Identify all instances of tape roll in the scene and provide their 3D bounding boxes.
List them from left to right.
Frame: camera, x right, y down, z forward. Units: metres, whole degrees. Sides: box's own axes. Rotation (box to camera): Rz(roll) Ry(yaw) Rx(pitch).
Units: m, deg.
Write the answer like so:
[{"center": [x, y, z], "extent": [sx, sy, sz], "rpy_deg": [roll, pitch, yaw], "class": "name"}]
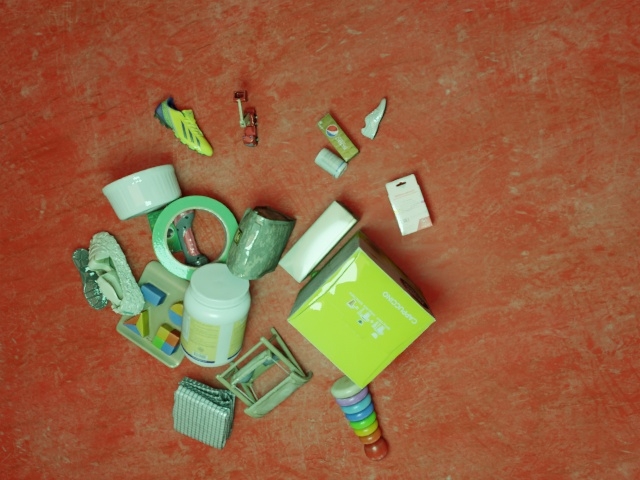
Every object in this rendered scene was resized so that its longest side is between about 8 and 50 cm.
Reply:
[{"center": [-0.472, -0.009, 1.791], "extent": [0.321, 0.077, 0.321], "rpy_deg": [-1, 92, -18], "class": "tape roll"}]

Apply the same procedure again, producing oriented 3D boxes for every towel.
[{"center": [-0.457, 0.674, 1.850], "extent": [0.235, 0.121, 0.283], "rpy_deg": [21, 126, 10], "class": "towel"}]

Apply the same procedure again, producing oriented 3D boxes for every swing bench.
[{"center": [-0.211, 0.522, 1.808], "extent": [0.253, 0.165, 0.254], "rpy_deg": [-41, 86, 10], "class": "swing bench"}]

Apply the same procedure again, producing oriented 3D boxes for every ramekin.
[{"center": [-0.670, -0.180, 1.796], "extent": [0.277, 0.277, 0.135], "rpy_deg": [-20, 98, 12], "class": "ramekin"}]

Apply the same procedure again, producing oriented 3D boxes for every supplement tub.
[{"center": [-0.387, 0.274, 1.731], "extent": [0.241, 0.241, 0.331], "rpy_deg": [22, 124, 9], "class": "supplement tub"}, {"center": [0.041, -0.288, 1.749], "extent": [0.107, 0.071, 0.071], "rpy_deg": [38, 100, 6], "class": "supplement tub"}]

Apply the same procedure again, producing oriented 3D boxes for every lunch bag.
[{"center": [-0.228, 0.004, 1.712], "extent": [0.169, 0.287, 0.235], "rpy_deg": [25, 99, 8], "class": "lunch bag"}]

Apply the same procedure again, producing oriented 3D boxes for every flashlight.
[{"center": [-0.514, -0.011, 1.864], "extent": [0.103, 0.103, 0.304], "rpy_deg": [-21, 93, -27], "class": "flashlight"}]

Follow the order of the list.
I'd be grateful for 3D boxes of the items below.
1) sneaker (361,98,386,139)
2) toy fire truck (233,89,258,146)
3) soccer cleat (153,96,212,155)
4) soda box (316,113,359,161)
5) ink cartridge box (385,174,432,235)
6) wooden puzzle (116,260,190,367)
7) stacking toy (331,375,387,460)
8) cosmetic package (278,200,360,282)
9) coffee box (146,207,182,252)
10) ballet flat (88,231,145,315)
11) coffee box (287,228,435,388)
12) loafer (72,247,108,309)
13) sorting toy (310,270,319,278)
[{"center": [0.197, -0.451, 1.716], "extent": [0.061, 0.054, 0.152], "rpy_deg": [25, 99, 11], "class": "sneaker"}, {"center": [-0.279, -0.455, 1.764], "extent": [0.047, 0.135, 0.192], "rpy_deg": [-2, 94, 11], "class": "toy fire truck"}, {"center": [-0.522, -0.446, 1.835], "extent": [0.289, 0.093, 0.121], "rpy_deg": [42, 93, 5], "class": "soccer cleat"}, {"center": [0.067, -0.379, 1.743], "extent": [0.061, 0.058, 0.181], "rpy_deg": [-39, 87, 11], "class": "soda box"}, {"center": [0.320, -0.130, 1.709], "extent": [0.115, 0.067, 0.198], "rpy_deg": [-19, 92, 11], "class": "ink cartridge box"}, {"center": [-0.651, 0.307, 1.918], "extent": [0.322, 0.080, 0.348], "rpy_deg": [32, 99, 7], "class": "wooden puzzle"}, {"center": [0.163, 0.678, 1.778], "extent": [0.141, 0.141, 0.330], "rpy_deg": [-22, 97, 12], "class": "stacking toy"}, {"center": [0.000, 0.000, 1.733], "extent": [0.113, 0.160, 0.309], "rpy_deg": [42, 101, 5], "class": "cosmetic package"}, {"center": [-0.628, -0.035, 1.909], "extent": [0.113, 0.040, 0.184], "rpy_deg": [-16, 91, 12], "class": "coffee box"}, {"center": [-0.837, 0.123, 1.867], "extent": [0.147, 0.147, 0.409], "rpy_deg": [-41, 72, 11], "class": "ballet flat"}, {"center": [0.137, 0.218, 1.610], "extent": [0.337, 0.334, 0.338], "rpy_deg": [43, 101, -5], "class": "coffee box"}, {"center": [-0.962, 0.160, 1.979], "extent": [0.096, 0.084, 0.267], "rpy_deg": [-20, 94, -20], "class": "loafer"}, {"center": [0.002, 0.162, 1.803], "extent": [0.061, 0.042, 0.102], "rpy_deg": [-33, 87, 11], "class": "sorting toy"}]
